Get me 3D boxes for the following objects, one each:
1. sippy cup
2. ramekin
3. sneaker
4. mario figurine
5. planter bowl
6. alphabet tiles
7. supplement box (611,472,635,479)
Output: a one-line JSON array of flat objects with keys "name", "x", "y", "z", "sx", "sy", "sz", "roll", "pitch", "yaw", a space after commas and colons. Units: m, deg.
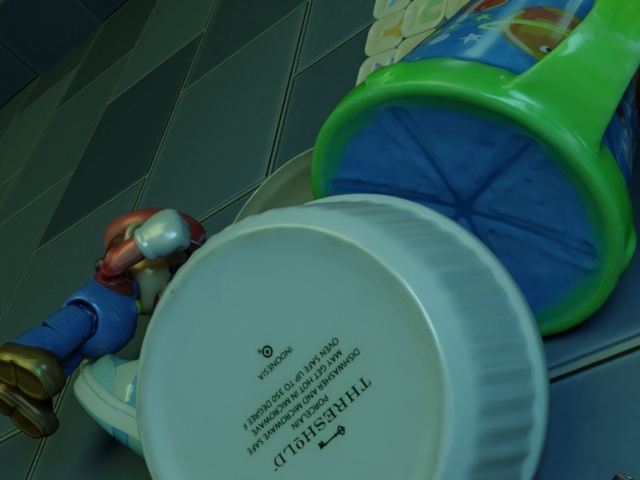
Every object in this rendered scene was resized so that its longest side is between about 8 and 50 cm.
[{"name": "sippy cup", "x": 0.143, "y": -0.082, "z": 0.693, "sx": 0.305, "sy": 0.240, "sz": 0.224, "roll": -5, "pitch": 36, "yaw": 39}, {"name": "ramekin", "x": 0.003, "y": 0.098, "z": 0.580, "sx": 0.272, "sy": 0.127, "sz": 0.273, "roll": -3, "pitch": 83, "yaw": 26}, {"name": "sneaker", "x": -0.095, "y": 0.123, "z": 0.841, "sx": 0.319, "sy": 0.127, "sz": 0.208, "roll": 17, "pitch": 69, "yaw": 49}, {"name": "mario figurine", "x": -0.218, "y": 0.085, "z": 1.031, "sx": 0.198, "sy": 0.170, "sz": 0.320, "roll": -17, "pitch": 26, "yaw": 42}, {"name": "planter bowl", "x": 0.000, "y": 0.000, "z": 0.878, "sx": 0.162, "sy": 0.109, "sz": 0.162, "roll": -35, "pitch": 30, "yaw": 23}, {"name": "alphabet tiles", "x": 0.150, "y": -0.270, "z": 1.038, "sx": 0.277, "sy": 0.021, "sz": 0.284, "roll": -8, "pitch": 61, "yaw": 47}, {"name": "supplement box", "x": 0.134, "y": 0.217, "z": 0.418, "sx": 0.188, "sy": 0.081, "sz": 0.104, "roll": -50, "pitch": 7, "yaw": -6}]
